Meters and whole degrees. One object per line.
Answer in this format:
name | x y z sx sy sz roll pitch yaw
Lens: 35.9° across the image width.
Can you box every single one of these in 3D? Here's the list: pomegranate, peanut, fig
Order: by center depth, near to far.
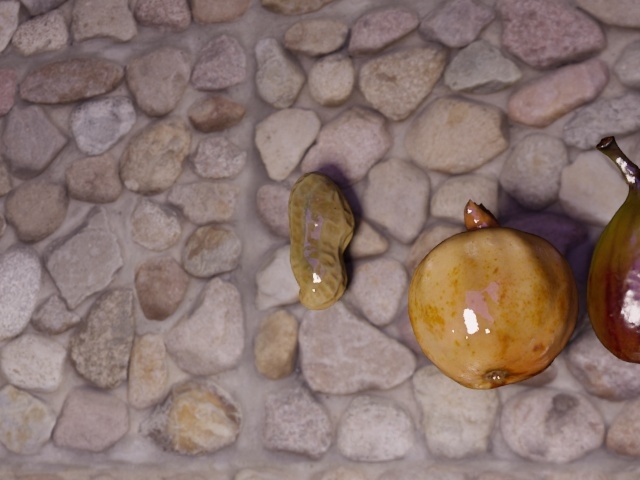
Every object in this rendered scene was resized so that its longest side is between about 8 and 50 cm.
fig | 0.381 0.007 1.161 0.170 0.145 0.274 -16 94 20
pomegranate | 0.209 0.080 1.209 0.207 0.207 0.207 -5 75 20
peanut | 0.000 0.000 1.367 0.093 0.083 0.194 -2 79 -15
